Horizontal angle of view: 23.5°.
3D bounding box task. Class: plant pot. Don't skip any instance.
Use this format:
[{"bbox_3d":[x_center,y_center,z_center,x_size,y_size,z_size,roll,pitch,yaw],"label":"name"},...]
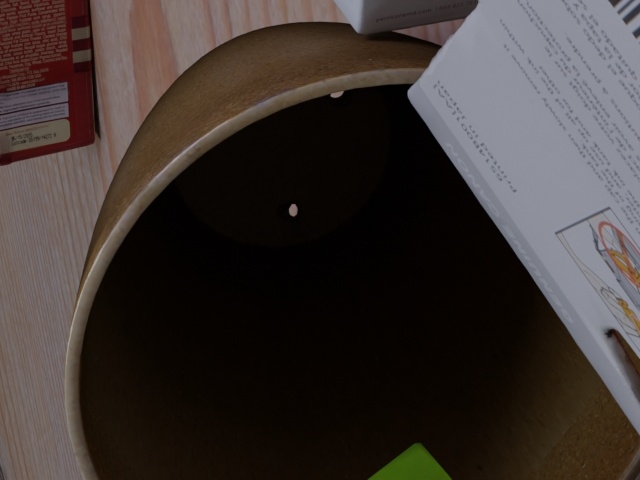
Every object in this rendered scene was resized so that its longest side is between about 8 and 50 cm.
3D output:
[{"bbox_3d":[0.000,0.000,0.681,0.254,0.237,0.237,-117,20,-63],"label":"plant pot"}]

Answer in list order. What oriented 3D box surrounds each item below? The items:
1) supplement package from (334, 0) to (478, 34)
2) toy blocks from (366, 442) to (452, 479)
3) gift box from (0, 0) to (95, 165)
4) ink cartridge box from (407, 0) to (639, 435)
[{"bbox_3d":[0.045,-0.184,0.570,0.105,0.105,0.179,-123,28,-45],"label":"supplement package"},{"bbox_3d":[0.139,0.274,0.507,0.381,0.191,0.261,46,172,51],"label":"toy blocks"},{"bbox_3d":[-0.366,-0.199,1.421,0.258,0.255,0.276,50,141,46],"label":"gift box"},{"bbox_3d":[0.144,0.039,0.392,0.296,0.066,0.261,55,174,2],"label":"ink cartridge box"}]
